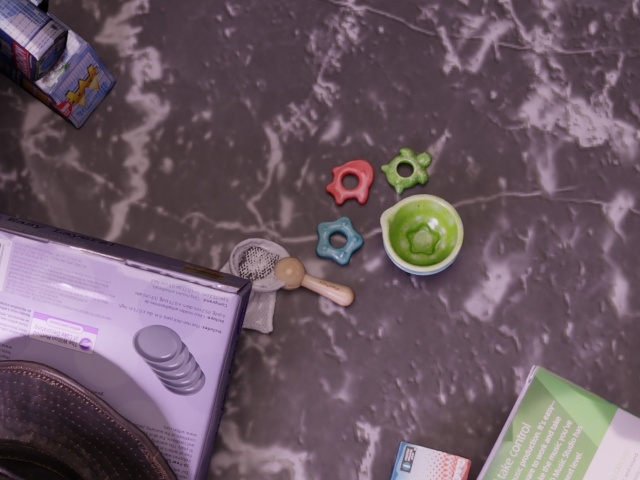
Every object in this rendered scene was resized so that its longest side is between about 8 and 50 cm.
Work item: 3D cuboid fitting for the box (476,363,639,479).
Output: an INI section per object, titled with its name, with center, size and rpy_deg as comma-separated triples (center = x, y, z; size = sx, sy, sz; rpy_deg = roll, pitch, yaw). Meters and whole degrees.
[box]
center = 0.253, 0.268, 1.327
size = 0.322, 0.058, 0.232
rpy_deg = 28, 80, 7

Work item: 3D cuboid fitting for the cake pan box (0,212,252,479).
[cake pan box]
center = -0.210, 0.118, 1.415
size = 0.267, 0.070, 0.245
rpy_deg = 13, 99, 5

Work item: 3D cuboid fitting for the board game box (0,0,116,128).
[board game box]
center = -0.261, -0.184, 1.486
size = 0.194, 0.194, 0.060
rpy_deg = 38, 79, -5

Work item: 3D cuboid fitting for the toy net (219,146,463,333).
[toy net]
center = 0.000, 0.000, 1.488
size = 0.232, 0.045, 0.122
rpy_deg = -19, 78, -3

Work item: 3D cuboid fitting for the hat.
[hat]
center = -0.264, 0.260, 1.328
size = 0.331, 0.134, 0.331
rpy_deg = -1, 108, -2

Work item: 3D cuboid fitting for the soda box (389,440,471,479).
[soda box]
center = 0.070, 0.259, 1.421
size = 0.063, 0.058, 0.183
rpy_deg = 15, 78, 6
